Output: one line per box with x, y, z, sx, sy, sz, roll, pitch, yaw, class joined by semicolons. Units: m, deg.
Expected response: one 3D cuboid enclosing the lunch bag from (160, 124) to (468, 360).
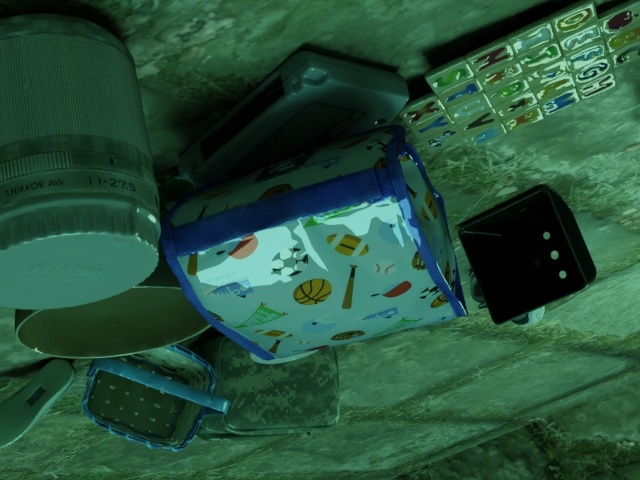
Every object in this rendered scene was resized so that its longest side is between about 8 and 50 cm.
0.000;0.000;1.555;0.328;0.239;0.385;-17;162;13;lunch bag

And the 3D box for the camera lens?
-0.294;-0.088;1.252;0.219;0.274;0.219;-11;158;-5;camera lens

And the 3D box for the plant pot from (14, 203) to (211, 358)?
-0.294;0.032;1.648;0.284;0.191;0.284;-9;158;-4;plant pot

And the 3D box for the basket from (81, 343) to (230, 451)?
-0.322;0.277;2.165;0.255;0.201;0.289;24;166;-16;basket

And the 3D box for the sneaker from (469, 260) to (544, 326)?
0.373;0.102;2.337;0.153;0.101;0.268;-10;152;-7;sneaker

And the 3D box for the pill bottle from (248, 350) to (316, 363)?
-0.074;0.073;1.836;0.124;0.221;0.124;-12;158;-5;pill bottle

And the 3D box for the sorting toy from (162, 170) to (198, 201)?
-0.183;-0.077;1.667;0.102;0.042;0.061;16;130;-31;sorting toy

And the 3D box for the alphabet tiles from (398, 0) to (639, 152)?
0.281;-0.218;1.580;0.342;0.011;0.285;-24;158;12;alphabet tiles

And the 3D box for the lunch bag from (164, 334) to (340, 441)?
-0.138;0.305;2.401;0.305;0.212;0.256;3;169;-33;lunch bag

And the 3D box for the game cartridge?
-0.032;-0.148;1.560;0.198;0.062;0.297;2;153;-43;game cartridge

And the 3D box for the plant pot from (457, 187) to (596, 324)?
0.390;0.029;2.074;0.187;0.188;0.167;-28;165;31;plant pot

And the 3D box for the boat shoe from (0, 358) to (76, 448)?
-0.562;0.322;2.255;0.227;0.079;0.081;-43;168;-7;boat shoe
